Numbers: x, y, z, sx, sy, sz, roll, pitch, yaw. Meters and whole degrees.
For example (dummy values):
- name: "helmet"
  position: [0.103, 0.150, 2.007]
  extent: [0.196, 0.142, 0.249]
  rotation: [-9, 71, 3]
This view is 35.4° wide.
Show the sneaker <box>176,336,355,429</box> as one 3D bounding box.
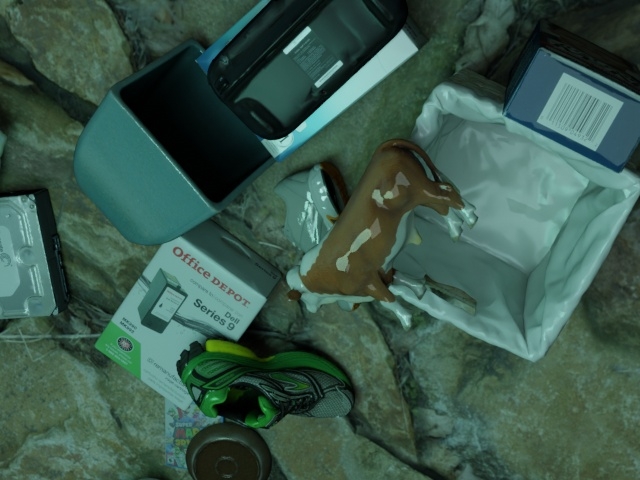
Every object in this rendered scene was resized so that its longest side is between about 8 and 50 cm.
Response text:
- name: "sneaker"
  position: [-0.084, 0.278, 1.754]
  extent: [0.343, 0.146, 0.134]
  rotation: [11, 123, -32]

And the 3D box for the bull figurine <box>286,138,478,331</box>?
- name: "bull figurine"
  position: [0.081, 0.010, 1.419]
  extent: [0.188, 0.101, 0.310]
  rotation: [29, 116, -1]

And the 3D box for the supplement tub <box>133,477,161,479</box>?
- name: "supplement tub"
  position: [-0.417, 0.622, 1.964]
  extent: [0.316, 0.228, 0.228]
  rotation: [-29, 100, 21]

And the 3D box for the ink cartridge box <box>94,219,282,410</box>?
- name: "ink cartridge box"
  position: [-0.237, 0.125, 1.804]
  extent: [0.211, 0.121, 0.289]
  rotation: [36, 113, -1]

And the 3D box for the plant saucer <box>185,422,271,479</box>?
- name: "plant saucer"
  position: [-0.179, 0.432, 1.936]
  extent: [0.168, 0.029, 0.168]
  rotation: [1, 109, 4]

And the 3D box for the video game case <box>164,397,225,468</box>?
- name: "video game case"
  position: [-0.244, 0.373, 1.951]
  extent: [0.119, 0.015, 0.166]
  rotation: [7, 110, 11]

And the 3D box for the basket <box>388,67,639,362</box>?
- name: "basket"
  position: [0.270, -0.058, 1.543]
  extent: [0.328, 0.266, 0.331]
  rotation: [26, 114, 3]

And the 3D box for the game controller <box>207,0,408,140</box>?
- name: "game controller"
  position: [-0.023, -0.294, 1.513]
  extent: [0.319, 0.067, 0.166]
  rotation: [-40, 109, 22]

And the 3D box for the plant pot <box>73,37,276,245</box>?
- name: "plant pot"
  position: [-0.261, -0.133, 1.662]
  extent: [0.248, 0.247, 0.252]
  rotation: [49, 129, -6]

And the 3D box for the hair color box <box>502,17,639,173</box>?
- name: "hair color box"
  position: [0.361, -0.216, 1.420]
  extent: [0.174, 0.347, 0.105]
  rotation: [28, 111, 2]

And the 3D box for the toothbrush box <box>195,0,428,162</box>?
- name: "toothbrush box"
  position: [-0.012, -0.303, 1.598]
  extent: [0.295, 0.126, 0.216]
  rotation: [-38, 96, 22]

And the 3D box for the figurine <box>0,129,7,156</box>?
- name: "figurine"
  position: [-0.681, -0.149, 1.767]
  extent: [0.209, 0.092, 0.215]
  rotation: [21, 92, 19]

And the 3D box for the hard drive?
- name: "hard drive"
  position: [-0.655, 0.035, 1.894]
  extent: [0.339, 0.064, 0.237]
  rotation: [-4, 103, 14]

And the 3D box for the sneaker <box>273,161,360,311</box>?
- name: "sneaker"
  position: [0.000, 0.000, 1.729]
  extent: [0.121, 0.099, 0.262]
  rotation: [-13, 98, 25]
